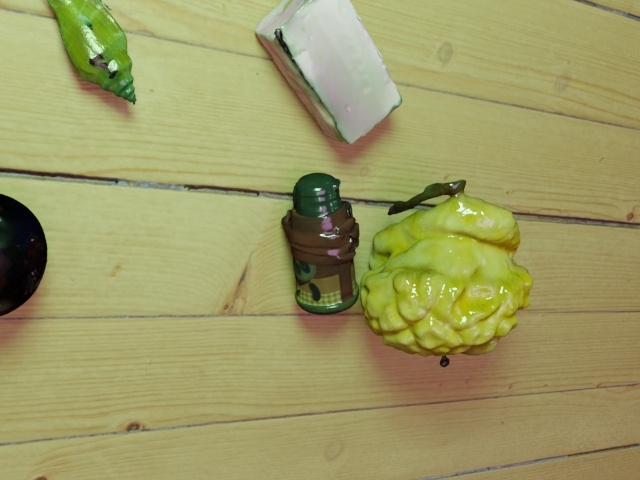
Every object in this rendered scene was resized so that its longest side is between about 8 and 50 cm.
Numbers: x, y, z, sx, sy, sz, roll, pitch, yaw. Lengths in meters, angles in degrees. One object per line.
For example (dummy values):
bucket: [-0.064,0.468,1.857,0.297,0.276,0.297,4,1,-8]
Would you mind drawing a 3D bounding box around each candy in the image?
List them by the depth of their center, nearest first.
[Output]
candy: [0.022,-0.316,1.140,0.155,0.116,0.265,-43,121,-8]

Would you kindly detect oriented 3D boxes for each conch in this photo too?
conch: [-0.348,-0.303,0.988,0.095,0.079,0.201,-30,112,-35]

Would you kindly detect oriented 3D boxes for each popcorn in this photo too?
popcorn: [0.243,0.056,1.271,0.349,0.349,0.382,-16,118,-21]

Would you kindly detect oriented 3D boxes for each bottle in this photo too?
bottle: [0.000,0.000,1.235,0.156,0.143,0.271,1,116,14]

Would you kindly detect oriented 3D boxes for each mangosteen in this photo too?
mangosteen: [-0.535,0.019,0.955,0.230,0.194,0.194,7,107,-1]
